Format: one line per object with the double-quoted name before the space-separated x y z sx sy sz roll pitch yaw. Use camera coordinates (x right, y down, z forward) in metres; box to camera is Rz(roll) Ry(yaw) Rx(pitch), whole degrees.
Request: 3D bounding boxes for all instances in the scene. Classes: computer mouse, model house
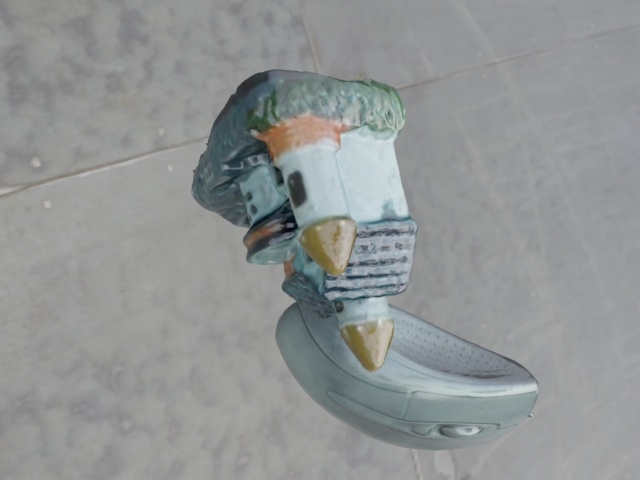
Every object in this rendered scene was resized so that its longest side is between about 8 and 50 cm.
"computer mouse" 0.112 0.193 1.154 0.371 0.188 0.122 20 48 -8
"model house" 0.000 0.000 0.931 0.184 0.253 0.291 -8 72 -32
